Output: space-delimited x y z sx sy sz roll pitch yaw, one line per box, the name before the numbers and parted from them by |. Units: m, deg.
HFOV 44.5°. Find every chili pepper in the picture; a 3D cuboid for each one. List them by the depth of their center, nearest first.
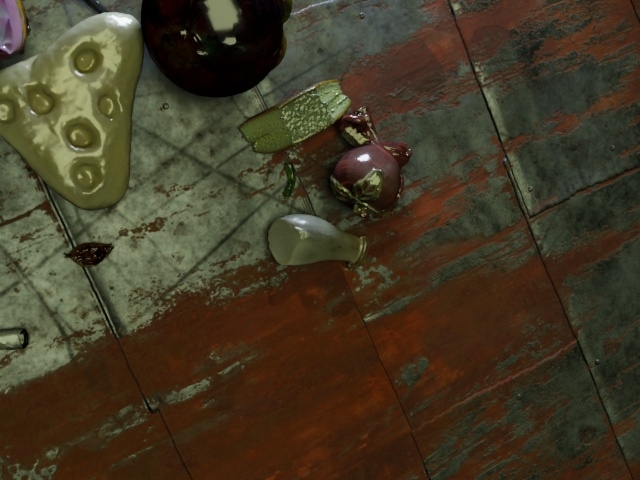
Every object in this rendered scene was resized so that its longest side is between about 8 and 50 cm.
chili pepper | -0.068 -0.132 1.735 0.027 0.022 0.083 1 92 -51

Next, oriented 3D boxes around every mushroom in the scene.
mushroom | 0.000 0.000 1.732 0.225 0.093 0.116 1 107 -27

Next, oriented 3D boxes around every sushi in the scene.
sushi | -0.470 0.029 1.601 0.099 0.047 0.050 -19 101 -14

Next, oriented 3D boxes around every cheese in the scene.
cheese | -0.446 -0.244 1.552 0.351 0.129 0.328 -34 100 -11

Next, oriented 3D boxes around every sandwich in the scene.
sandwich | -0.043 -0.272 1.700 0.258 0.096 0.094 -31 107 -11

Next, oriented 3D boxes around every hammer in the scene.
hammer | -0.793 0.206 1.514 0.427 0.044 0.152 2 91 -19

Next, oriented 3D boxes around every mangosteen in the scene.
mangosteen | -0.201 -0.433 1.548 0.311 0.311 0.311 -1 93 -17

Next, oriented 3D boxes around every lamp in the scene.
lamp | 0.094 -0.157 1.730 0.215 0.151 0.223 41 37 -21

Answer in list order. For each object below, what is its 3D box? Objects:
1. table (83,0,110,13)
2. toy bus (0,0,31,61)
table | -0.457 -0.622 1.494 0.249 0.317 0.317 21 86 -30
toy bus | -0.729 -0.374 1.389 0.386 0.162 0.171 -7 116 -6
